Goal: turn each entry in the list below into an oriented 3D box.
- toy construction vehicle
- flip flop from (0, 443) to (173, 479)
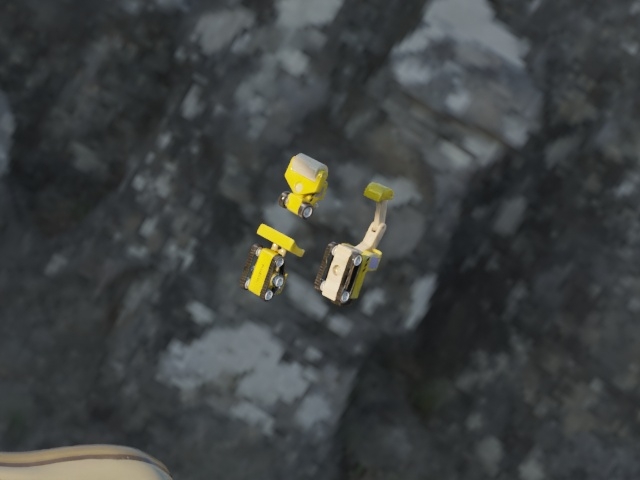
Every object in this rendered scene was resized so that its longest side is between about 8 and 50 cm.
[{"bbox_3d":[0.000,0.000,1.116,0.086,0.098,0.035,24,11,37],"label":"toy construction vehicle"},{"bbox_3d":[-0.209,0.179,1.006,0.277,0.112,0.080,0,49,-28],"label":"flip flop"}]
